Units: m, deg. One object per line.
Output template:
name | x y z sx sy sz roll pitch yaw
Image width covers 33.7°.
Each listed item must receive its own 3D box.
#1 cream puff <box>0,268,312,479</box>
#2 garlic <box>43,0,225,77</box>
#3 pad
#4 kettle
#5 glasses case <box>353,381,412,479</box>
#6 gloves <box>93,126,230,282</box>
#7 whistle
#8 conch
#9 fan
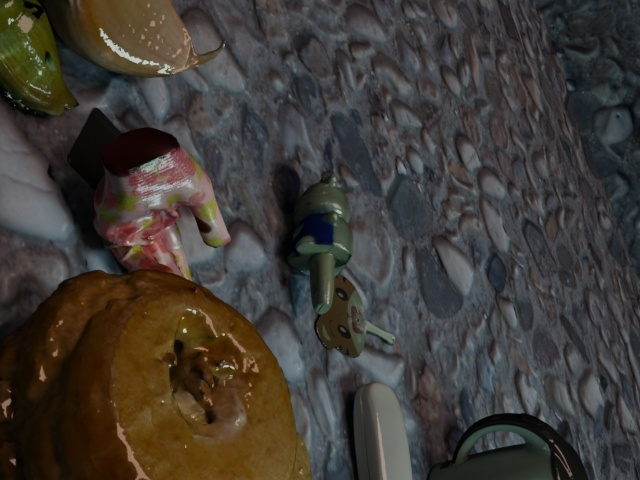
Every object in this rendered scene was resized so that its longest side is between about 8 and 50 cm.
cream puff | -0.180 0.198 1.048 0.343 0.231 0.327 39 35 -31
garlic | -0.249 -0.294 1.321 0.245 0.164 0.145 52 16 -37
pad | -0.251 -0.083 1.341 0.157 0.003 0.112 50 35 -30
kettle | 0.301 0.388 1.709 0.161 0.236 0.221 -29 96 -60
glasses case | 0.095 0.328 1.585 0.092 0.059 0.233 20 57 -49
gloves | -0.195 -0.014 1.283 0.145 0.126 0.241 -59 157 -44
whistle | 0.000 0.000 1.608 0.092 0.110 0.244 15 53 -17
conch | -0.350 -0.227 1.209 0.095 0.079 0.201 -39 115 -40
fan | 0.058 0.130 1.706 0.226 0.008 0.152 32 45 -45
